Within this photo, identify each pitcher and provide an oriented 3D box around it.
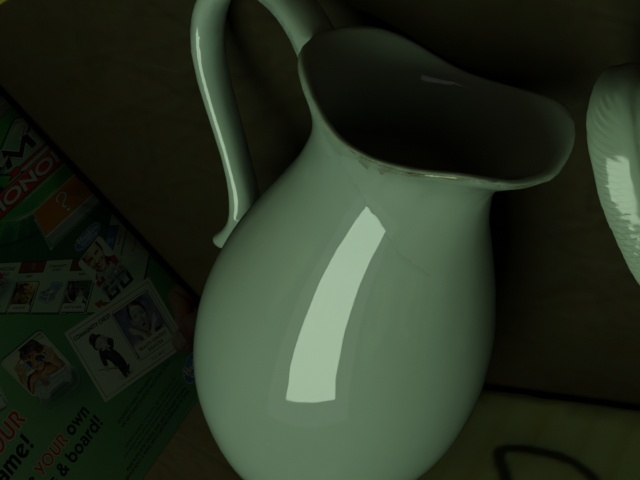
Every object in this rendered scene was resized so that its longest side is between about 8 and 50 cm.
[{"bbox_3d":[0.000,0.000,0.814,0.178,0.125,0.207,41,135,26],"label":"pitcher"}]

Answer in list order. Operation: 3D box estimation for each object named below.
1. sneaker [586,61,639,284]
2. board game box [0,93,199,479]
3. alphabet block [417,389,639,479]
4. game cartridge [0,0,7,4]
[{"bbox_3d":[0.180,0.006,0.725,0.094,0.080,0.212,-19,125,32],"label":"sneaker"},{"bbox_3d":[-0.191,0.084,0.861,0.213,0.317,0.046,48,140,-16],"label":"board game box"},{"bbox_3d":[0.086,0.204,0.887,0.192,0.197,0.193,6,134,30],"label":"alphabet block"},{"bbox_3d":[-0.150,-0.255,0.693,0.285,0.053,0.324,-22,117,46],"label":"game cartridge"}]
